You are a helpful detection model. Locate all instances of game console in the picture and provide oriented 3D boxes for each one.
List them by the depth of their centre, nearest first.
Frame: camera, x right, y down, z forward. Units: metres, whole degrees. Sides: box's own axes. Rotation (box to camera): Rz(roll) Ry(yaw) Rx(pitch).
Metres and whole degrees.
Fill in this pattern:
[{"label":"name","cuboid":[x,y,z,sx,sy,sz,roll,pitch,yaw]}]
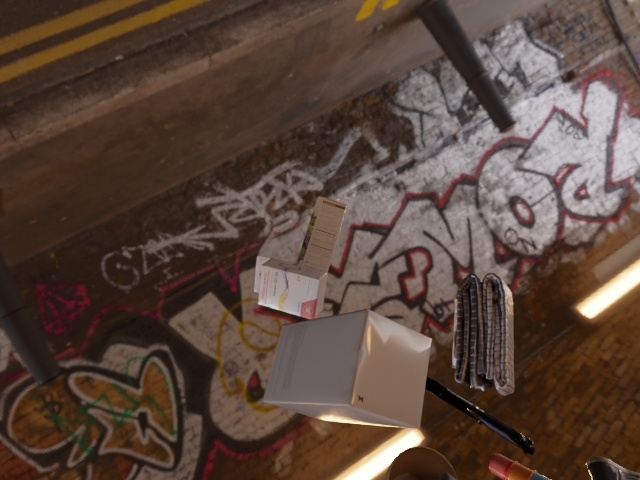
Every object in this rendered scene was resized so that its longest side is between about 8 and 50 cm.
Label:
[{"label":"game console","cuboid":[0.450,0.503,1.530,0.044,0.213,0.361,-59,-150,-7]}]

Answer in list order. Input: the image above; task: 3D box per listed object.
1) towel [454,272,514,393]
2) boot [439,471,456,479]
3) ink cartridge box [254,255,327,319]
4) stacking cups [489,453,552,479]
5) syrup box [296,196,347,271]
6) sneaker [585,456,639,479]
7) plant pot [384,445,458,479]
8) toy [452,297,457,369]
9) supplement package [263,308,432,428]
[{"label":"towel","cuboid":[0.416,0.238,1.322,0.121,0.283,0.235,-3,163,24]},{"label":"boot","cuboid":[0.321,0.716,1.444,0.076,0.189,0.208,-14,-164,40]},{"label":"ink cartridge box","cuboid":[-0.090,0.117,1.345,0.198,0.115,0.067,13,-161,17]},{"label":"stacking cups","cuboid":[0.647,0.735,1.548,0.316,0.096,0.096,15,-146,44]},{"label":"syrup box","cuboid":[0.000,0.000,1.551,0.093,0.096,0.236,109,-3,-73]},{"label":"sneaker","cuboid":[0.797,0.668,1.378,0.083,0.222,0.118,-57,-170,40]},{"label":"plant pot","cuboid":[0.366,0.962,2.040,0.284,0.284,0.191,-30,161,-27]},{"label":"toy","cuboid":[0.488,0.318,1.730,0.056,0.137,0.237,-20,-130,38]},{"label":"supplement package","cuboid":[0.049,0.262,1.052,0.293,0.175,0.177,-20,-131,52]}]
